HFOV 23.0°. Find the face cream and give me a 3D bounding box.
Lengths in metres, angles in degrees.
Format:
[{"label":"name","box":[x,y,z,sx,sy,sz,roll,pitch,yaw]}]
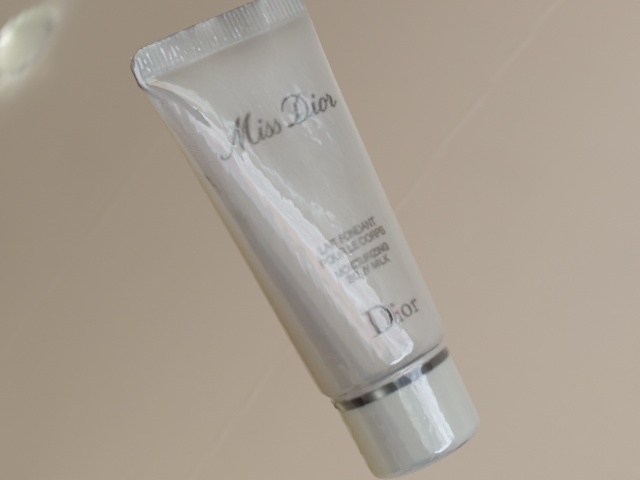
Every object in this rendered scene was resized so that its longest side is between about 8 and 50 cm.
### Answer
[{"label":"face cream","box":[0.000,0.000,1.006,0.143,0.314,0.089,-30,-177,-34]}]
